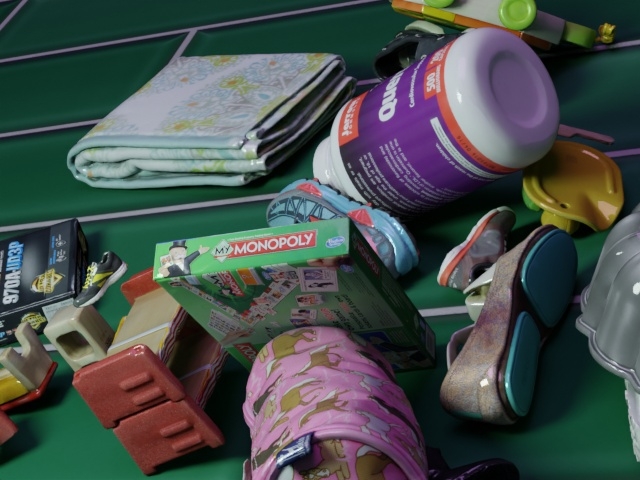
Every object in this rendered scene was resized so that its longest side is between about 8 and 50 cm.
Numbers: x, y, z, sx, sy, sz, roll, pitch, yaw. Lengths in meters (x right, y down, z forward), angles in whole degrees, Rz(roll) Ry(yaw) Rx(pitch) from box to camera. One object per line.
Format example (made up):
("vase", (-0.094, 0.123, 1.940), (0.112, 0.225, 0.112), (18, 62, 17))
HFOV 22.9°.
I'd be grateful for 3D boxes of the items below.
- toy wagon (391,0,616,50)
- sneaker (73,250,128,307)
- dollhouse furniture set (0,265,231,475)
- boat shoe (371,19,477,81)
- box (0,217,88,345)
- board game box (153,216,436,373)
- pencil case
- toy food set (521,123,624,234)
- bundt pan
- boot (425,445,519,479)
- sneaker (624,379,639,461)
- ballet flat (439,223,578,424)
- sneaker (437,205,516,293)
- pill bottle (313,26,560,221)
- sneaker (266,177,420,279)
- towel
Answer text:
("toy wagon", (0.272, -0.337, 2.378), (0.344, 0.068, 0.267), (17, 6, 3))
("sneaker", (-0.268, 0.046, 1.878), (0.083, 0.035, 0.031), (-47, 24, -27))
("dollhouse furniture set", (-0.275, 0.181, 1.870), (0.374, 0.152, 0.201), (-23, 25, 28))
("boat shoe", (0.174, -0.249, 2.332), (0.113, 0.127, 0.340), (-28, 29, -14))
("box", (-0.415, 0.062, 2.204), (0.175, 0.051, 0.220), (-17, 30, 3))
("board game box", (-0.019, 0.075, 1.715), (0.214, 0.317, 0.046), (-7, 63, 18))
("pencil case", (0.007, 0.200, 1.540), (0.160, 0.167, 0.386), (-57, 8, 9))
("toy food set", (0.315, -0.064, 2.009), (0.128, 0.071, 0.218), (10, 35, 1))
("bundt pan", (0.429, 0.046, 1.591), (0.331, 0.124, 0.331), (2, 28, -1))
("boot", (0.130, 0.239, 1.610), (0.121, 0.045, 0.099), (-23, 23, -11))
("sneaker", (0.361, 0.138, 1.616), (0.095, 0.090, 0.235), (2, 35, 15))
("ballet flat", (0.203, 0.087, 1.770), (0.106, 0.107, 0.316), (-12, 27, 31))
("sneaker", (0.207, 0.020, 1.945), (0.065, 0.061, 0.158), (31, 51, 20))
("pill bottle", (0.138, -0.135, 2.027), (0.323, 0.181, 0.181), (-26, 17, 45))
("sneaker", (0.000, 0.000, 2.028), (0.125, 0.104, 0.262), (-38, 34, -26))
("towel", (-0.167, -0.189, 2.465), (0.375, 0.090, 0.320), (3, 33, 33))
